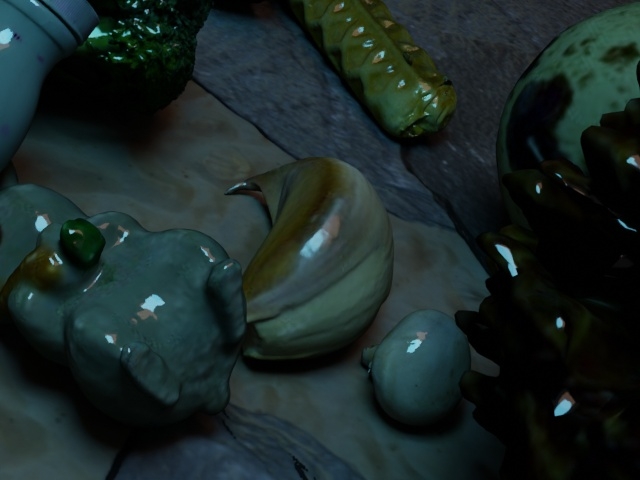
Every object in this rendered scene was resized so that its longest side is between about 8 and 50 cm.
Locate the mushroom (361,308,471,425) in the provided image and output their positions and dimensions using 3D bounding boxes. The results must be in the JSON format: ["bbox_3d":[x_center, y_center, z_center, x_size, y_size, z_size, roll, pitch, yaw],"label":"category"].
[{"bbox_3d":[0.064,0.090,0.751,0.085,0.085,0.079,-13,11,-41],"label":"mushroom"}]

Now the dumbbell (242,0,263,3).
[{"bbox_3d":[-0.185,-0.357,1.013,0.323,0.203,0.203,4,42,-27],"label":"dumbbell"}]

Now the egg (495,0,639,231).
[{"bbox_3d":[0.331,-0.049,0.894,0.379,0.287,0.287,26,34,-24],"label":"egg"}]

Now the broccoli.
[{"bbox_3d":[-0.221,-0.209,0.783,0.298,0.297,0.297,38,60,14],"label":"broccoli"}]

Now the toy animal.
[{"bbox_3d":[-0.166,0.022,0.664,0.251,0.127,0.125,27,26,30],"label":"toy animal"}]

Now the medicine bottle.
[{"bbox_3d":[-0.230,-0.076,0.647,0.090,0.090,0.216,35,80,10],"label":"medicine bottle"}]

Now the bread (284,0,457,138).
[{"bbox_3d":[0.025,-0.238,1.107,0.367,0.084,0.077,57,3,32],"label":"bread"}]

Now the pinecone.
[{"bbox_3d":[0.244,0.101,0.604,0.398,0.397,0.397,17,38,-14],"label":"pinecone"}]

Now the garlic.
[{"bbox_3d":[0.003,0.008,0.783,0.115,0.128,0.206,41,24,-22],"label":"garlic"}]
